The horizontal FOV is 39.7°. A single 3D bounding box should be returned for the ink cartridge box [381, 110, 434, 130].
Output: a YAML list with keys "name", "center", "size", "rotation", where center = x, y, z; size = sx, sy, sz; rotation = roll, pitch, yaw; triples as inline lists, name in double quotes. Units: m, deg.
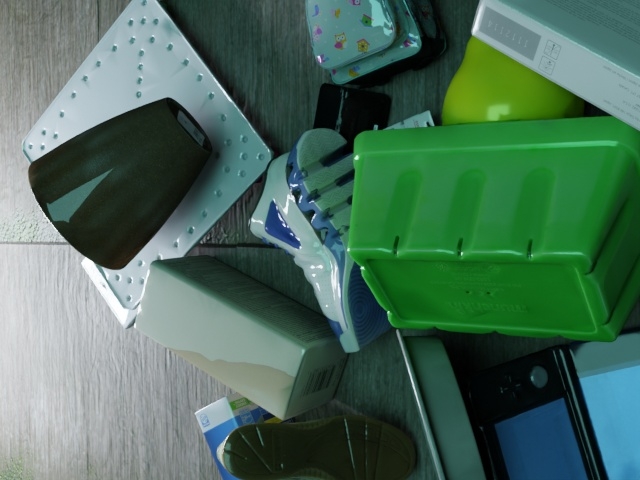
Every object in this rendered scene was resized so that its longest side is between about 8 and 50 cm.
- name: "ink cartridge box"
  center: [0.131, -0.147, 1.254]
  size: [0.083, 0.028, 0.048]
  rotation: [-20, 83, 32]

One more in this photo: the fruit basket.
- name: "fruit basket"
  center: [0.235, -0.085, 1.105]
  size: [0.392, 0.283, 0.392]
  rotation: [-17, 44, 17]

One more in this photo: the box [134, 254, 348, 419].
- name: "box"
  center: [-0.121, 0.138, 1.366]
  size: [0.311, 0.148, 0.121]
  rotation: [26, 107, 29]

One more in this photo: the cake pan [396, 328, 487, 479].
- name: "cake pan"
  center: [0.161, 0.249, 1.138]
  size: [0.054, 0.293, 0.293]
  rotation: [-16, 84, 2]

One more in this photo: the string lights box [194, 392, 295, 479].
- name: "string lights box"
  center: [-0.078, 0.357, 1.360]
  size: [0.076, 0.133, 0.260]
  rotation: [-32, 77, 31]

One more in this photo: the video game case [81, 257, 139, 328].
- name: "video game case"
  center: [-0.346, 0.053, 1.571]
  size: [0.143, 0.019, 0.157]
  rotation: [-47, 70, 25]

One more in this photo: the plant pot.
- name: "plant pot"
  center: [-0.286, -0.107, 1.364]
  size: [0.230, 0.215, 0.215]
  rotation: [-37, 74, 11]

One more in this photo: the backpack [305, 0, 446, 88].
- name: "backpack"
  center: [0.063, -0.322, 1.220]
  size: [0.165, 0.144, 0.188]
  rotation: [-17, 82, 37]

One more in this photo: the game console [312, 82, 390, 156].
- name: "game console"
  center: [0.041, -0.166, 1.319]
  size: [0.107, 0.071, 0.122]
  rotation: [10, 101, 1]

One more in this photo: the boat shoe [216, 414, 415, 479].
- name: "boat shoe"
  center: [-0.005, 0.302, 1.276]
  size: [0.089, 0.285, 0.105]
  rotation: [141, 135, -70]

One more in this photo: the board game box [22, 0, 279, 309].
- name: "board game box"
  center: [-0.297, -0.149, 1.496]
  size: [0.390, 0.050, 0.390]
  rotation: [-44, 71, 22]

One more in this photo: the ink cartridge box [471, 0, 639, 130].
- name: "ink cartridge box"
  center: [0.367, -0.237, 1.003]
  size: [0.296, 0.261, 0.066]
  rotation: [38, 143, 25]

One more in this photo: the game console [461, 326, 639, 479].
- name: "game console"
  center: [0.346, 0.270, 1.075]
  size: [0.173, 0.250, 0.293]
  rotation: [-25, 79, 58]

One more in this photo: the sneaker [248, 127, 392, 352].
- name: "sneaker"
  center: [-0.001, -0.001, 1.303]
  size: [0.182, 0.127, 0.316]
  rotation: [-8, 104, 54]
